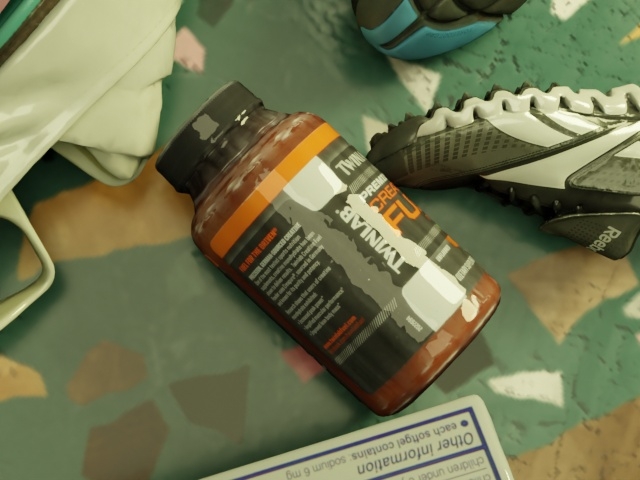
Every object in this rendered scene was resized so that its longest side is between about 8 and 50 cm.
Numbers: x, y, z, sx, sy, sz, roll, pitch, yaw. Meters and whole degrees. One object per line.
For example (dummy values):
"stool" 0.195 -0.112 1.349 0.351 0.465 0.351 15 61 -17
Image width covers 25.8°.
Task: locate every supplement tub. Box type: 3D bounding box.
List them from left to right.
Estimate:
"supplement tub" 0.000 0.000 0.795 0.198 0.106 0.106 43 81 1

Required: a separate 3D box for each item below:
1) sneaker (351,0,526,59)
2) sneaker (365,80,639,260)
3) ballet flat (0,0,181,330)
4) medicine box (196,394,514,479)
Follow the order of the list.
"sneaker" 0.107 -0.265 0.850 0.139 0.125 0.341 30 83 27
"sneaker" 0.146 -0.038 0.827 0.234 0.078 0.106 -7 81 -8
"ballet flat" -0.178 -0.044 0.786 0.139 0.139 0.400 42 86 1
"medicine box" 0.002 0.261 0.678 0.263 0.149 0.289 -16 55 -4
